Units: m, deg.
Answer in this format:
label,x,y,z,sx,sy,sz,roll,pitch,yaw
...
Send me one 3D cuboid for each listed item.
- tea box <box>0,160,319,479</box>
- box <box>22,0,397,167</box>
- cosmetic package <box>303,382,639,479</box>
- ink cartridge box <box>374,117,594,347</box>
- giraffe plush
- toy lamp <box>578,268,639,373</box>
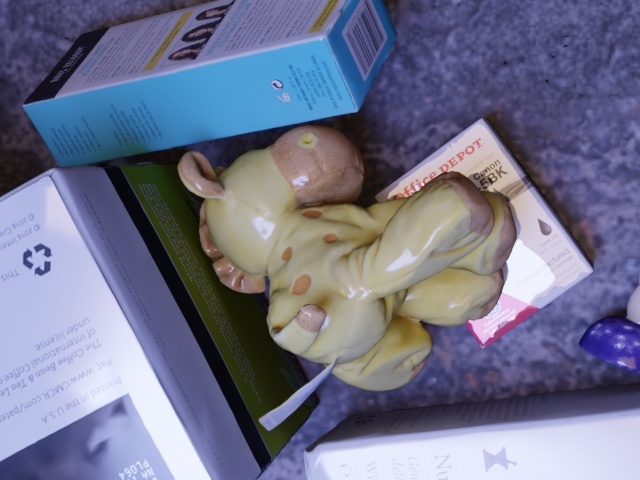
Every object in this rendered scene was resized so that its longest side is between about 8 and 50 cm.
label,x,y,z,sx,sy,sz,roll,pitch,yaw
tea box,-0.211,0.117,0.947,0.329,0.323,0.220,-28,89,9
box,-0.078,-0.117,0.985,0.244,0.100,0.060,-8,124,28
cosmetic package,0.203,0.209,0.967,0.385,0.156,0.217,-9,89,11
ink cartridge box,0.117,-0.007,1.021,0.099,0.056,0.135,-37,87,10
giraffe plush,0.000,0.000,0.937,0.210,0.181,0.170,-31,61,-19
toy lamp,0.261,-0.042,0.987,0.080,0.080,0.274,21,99,8
